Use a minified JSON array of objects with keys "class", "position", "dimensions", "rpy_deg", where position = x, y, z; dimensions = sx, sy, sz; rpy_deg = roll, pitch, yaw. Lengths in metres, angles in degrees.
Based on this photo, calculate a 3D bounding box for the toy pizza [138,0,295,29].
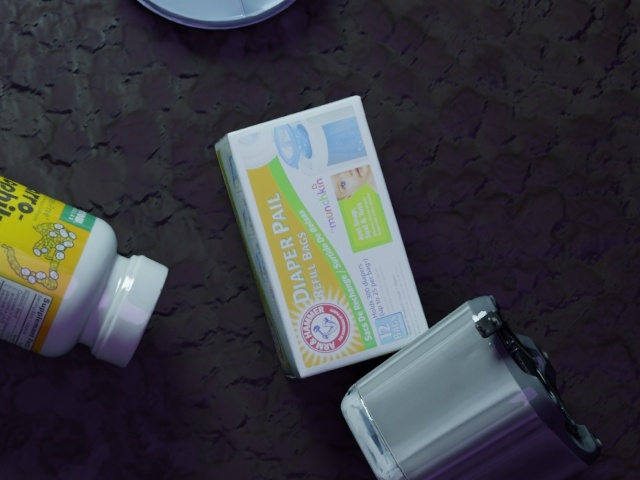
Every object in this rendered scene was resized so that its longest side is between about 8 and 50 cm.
[{"class":"toy pizza","position":[-0.087,-0.271,1.573],"dimensions":[0.201,0.032,0.201],"rpy_deg":[0,88,-8]}]

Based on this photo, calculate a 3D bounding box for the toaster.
[{"class":"toaster","position":[0.115,0.140,1.498],"dimensions":[0.146,0.227,0.129],"rpy_deg":[-34,62,7]}]

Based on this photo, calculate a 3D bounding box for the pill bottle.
[{"class":"pill bottle","position":[-0.231,0.021,1.498],"dimensions":[0.208,0.117,0.117],"rpy_deg":[24,85,-7]}]

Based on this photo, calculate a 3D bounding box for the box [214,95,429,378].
[{"class":"box","position":[0.000,0.000,1.540],"dimensions":[0.114,0.103,0.203],"rpy_deg":[-17,91,-9]}]
